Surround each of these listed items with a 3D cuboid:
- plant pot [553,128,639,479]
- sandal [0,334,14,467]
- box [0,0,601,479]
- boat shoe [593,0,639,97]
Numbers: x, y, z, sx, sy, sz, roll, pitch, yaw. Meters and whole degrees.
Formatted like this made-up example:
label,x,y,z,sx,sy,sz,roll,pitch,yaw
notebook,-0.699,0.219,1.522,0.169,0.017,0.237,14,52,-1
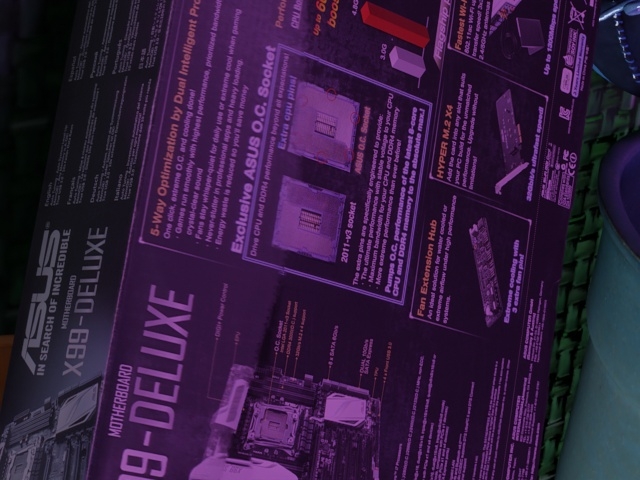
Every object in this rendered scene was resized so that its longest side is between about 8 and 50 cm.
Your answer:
label,x,y,z,sx,sy,sz,roll,pitch,yaw
plant pot,0.278,0.153,1.053,0.341,0.341,0.334,-11,126,-40
sandal,-0.207,0.075,0.694,0.265,0.102,0.076,-19,126,-34
box,0.000,0.000,0.771,0.242,0.076,0.307,17,78,-39
boat shoe,0.165,-0.168,0.923,0.109,0.089,0.258,-43,135,-18
